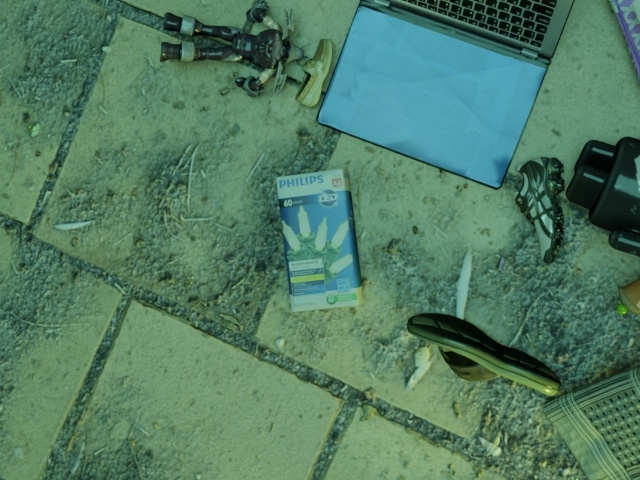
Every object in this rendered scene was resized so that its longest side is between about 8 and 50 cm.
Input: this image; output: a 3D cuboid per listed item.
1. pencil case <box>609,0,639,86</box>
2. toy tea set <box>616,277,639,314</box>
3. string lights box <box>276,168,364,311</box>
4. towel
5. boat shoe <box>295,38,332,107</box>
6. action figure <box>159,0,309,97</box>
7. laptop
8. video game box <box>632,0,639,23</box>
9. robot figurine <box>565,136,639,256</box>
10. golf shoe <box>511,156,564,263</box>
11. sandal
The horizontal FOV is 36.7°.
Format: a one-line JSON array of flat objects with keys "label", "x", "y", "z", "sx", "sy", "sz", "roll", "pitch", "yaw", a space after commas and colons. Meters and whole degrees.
[{"label": "pencil case", "x": 0.579, "y": -0.373, "z": 1.726, "sx": 0.088, "sy": 0.086, "sz": 0.206, "roll": -20, "pitch": 86, "yaw": -24}, {"label": "toy tea set", "x": 0.633, "y": 0.213, "z": 1.672, "sx": 0.124, "sy": 0.200, "sz": 0.336, "roll": -43, "pitch": 58, "yaw": 16}, {"label": "string lights box", "x": 0.000, "y": 0.000, "z": 1.844, "sx": 0.134, "sy": 0.077, "sz": 0.259, "roll": -7, "pitch": 90, "yaw": 11}, {"label": "towel", "x": 0.574, "y": 0.383, "z": 1.677, "sx": 0.312, "sy": 0.056, "sz": 0.324, "roll": -35, "pitch": 85, "yaw": 46}, {"label": "boat shoe", "x": -0.013, "y": -0.324, "z": 1.847, "sx": 0.045, "sy": 0.050, "sz": 0.135, "roll": 13, "pitch": 94, "yaw": -22}, {"label": "action figure", "x": -0.161, "y": -0.378, "z": 1.858, "sx": 0.285, "sy": 0.099, "sz": 0.185, "roll": 8, "pitch": 86, "yaw": -2}, {"label": "laptop", "x": 0.219, "y": -0.353, "z": 1.725, "sx": 0.382, "sy": 0.408, "sz": 0.236, "roll": 21, "pitch": 61, "yaw": 9}, {"label": "video game box", "x": 0.653, "y": -0.344, "z": 1.681, "sx": 0.187, "sy": 0.048, "sz": 0.205, "roll": -20, "pitch": 87, "yaw": -35}, {"label": "robot figurine", "x": 0.581, "y": -0.081, "z": 1.689, "sx": 0.278, "sy": 0.173, "sz": 0.209, "roll": 21, "pitch": 103, "yaw": 9}, {"label": "golf shoe", "x": 0.402, "y": -0.055, "z": 1.781, "sx": 0.094, "sy": 0.077, "sz": 0.198, "roll": -1, "pitch": 84, "yaw": 21}, {"label": "sandal", "x": 0.293, "y": 0.225, "z": 1.783, "sx": 0.303, "sy": 0.120, "sz": 0.086, "roll": 27, "pitch": 110, "yaw": 8}]
